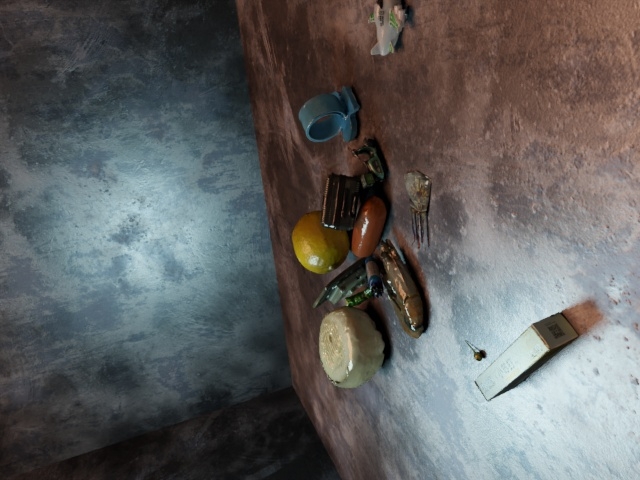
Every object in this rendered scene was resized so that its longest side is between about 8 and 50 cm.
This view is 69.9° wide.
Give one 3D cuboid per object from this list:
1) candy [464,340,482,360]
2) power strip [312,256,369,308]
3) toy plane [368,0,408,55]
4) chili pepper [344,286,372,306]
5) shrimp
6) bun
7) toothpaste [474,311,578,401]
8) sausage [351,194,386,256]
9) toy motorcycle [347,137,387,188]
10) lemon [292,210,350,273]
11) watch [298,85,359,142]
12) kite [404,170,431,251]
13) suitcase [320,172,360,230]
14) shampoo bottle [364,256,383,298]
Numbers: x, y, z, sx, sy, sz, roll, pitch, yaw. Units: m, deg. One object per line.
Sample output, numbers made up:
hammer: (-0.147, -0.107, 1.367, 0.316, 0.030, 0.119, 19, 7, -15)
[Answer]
candy: (0.426, 0.307, 1.280, 0.023, 0.025, 0.083, -66, 21, 16)
power strip: (0.100, 0.181, 1.853, 0.092, 0.257, 0.251, 51, 156, 7)
toy plane: (0.184, -0.610, 1.282, 0.174, 0.080, 0.174, 169, 90, -71)
chili pepper: (0.178, 0.217, 1.851, 0.182, 0.073, 0.050, -38, 60, 31)
shrimp: (0.268, 0.165, 1.589, 0.247, 0.085, 0.360, 132, 120, -77)
bun: (0.141, 0.449, 1.955, 0.359, 0.211, 0.360, 13, 105, 63)
toothpaste: (0.455, 0.275, 1.049, 0.071, 0.089, 0.313, 60, 156, 31)
sausage: (0.174, -0.051, 1.652, 0.259, 0.113, 0.114, 98, 153, -50)
toy motorcycle: (0.162, -0.269, 1.553, 0.058, 0.100, 0.173, 131, 123, -69)
lemon: (0.000, 0.000, 2.007, 0.245, 0.245, 0.320, 101, 153, -52)
watch: (0.025, -0.461, 1.687, 0.211, 0.193, 0.211, 165, 90, -73)
kite: (0.297, -0.090, 1.397, 0.141, 0.015, 0.245, -145, 48, -66)
suitcase: (0.072, -0.143, 1.684, 0.312, 0.128, 0.202, -69, -14, -82)
shampoo bottle: (0.201, 0.142, 1.707, 0.183, 0.050, 0.087, -94, -12, -58)
